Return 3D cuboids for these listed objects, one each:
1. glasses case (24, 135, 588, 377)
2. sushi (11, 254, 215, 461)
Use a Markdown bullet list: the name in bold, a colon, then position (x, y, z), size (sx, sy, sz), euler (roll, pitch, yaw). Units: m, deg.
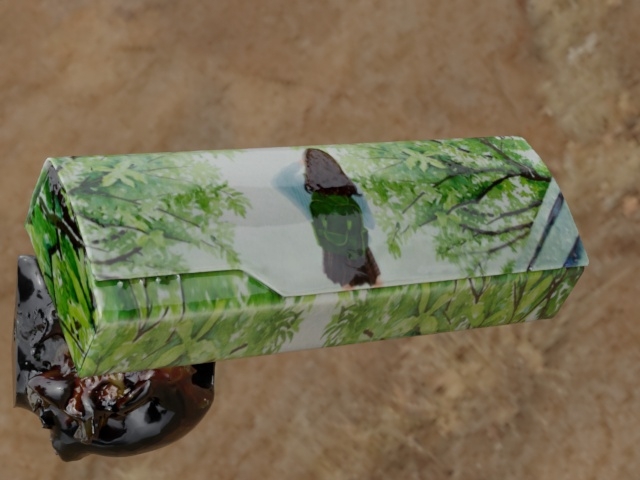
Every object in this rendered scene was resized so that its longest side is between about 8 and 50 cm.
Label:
- **glasses case**: position (0.000, 0.000, 0.762), size (0.095, 0.272, 0.062), euler (63, 143, 32)
- **sushi**: position (-0.244, 0.150, 1.819), size (0.227, 0.215, 0.212), euler (0, 56, -14)
